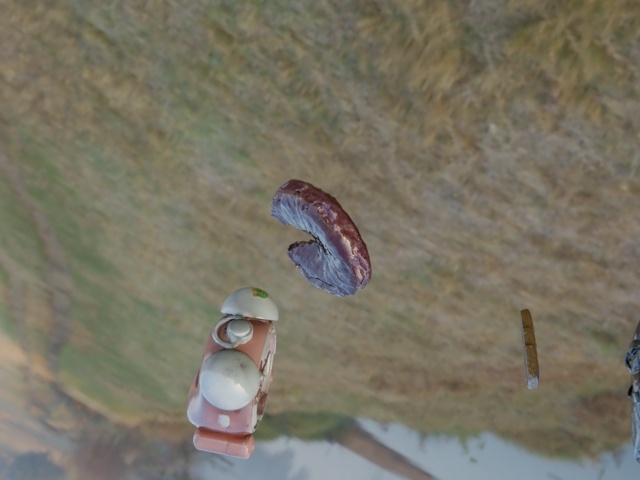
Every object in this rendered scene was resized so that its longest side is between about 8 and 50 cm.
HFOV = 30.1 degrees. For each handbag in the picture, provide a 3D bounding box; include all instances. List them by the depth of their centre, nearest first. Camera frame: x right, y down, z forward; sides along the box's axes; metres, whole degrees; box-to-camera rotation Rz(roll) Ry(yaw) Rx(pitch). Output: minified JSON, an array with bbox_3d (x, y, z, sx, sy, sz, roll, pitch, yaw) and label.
[{"bbox_3d":[0.598,0.265,2.163,0.088,0.254,0.211,0,151,13],"label":"handbag"}]

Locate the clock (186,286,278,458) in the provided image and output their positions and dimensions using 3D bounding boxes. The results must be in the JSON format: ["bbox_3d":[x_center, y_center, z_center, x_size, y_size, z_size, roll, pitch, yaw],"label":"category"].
[{"bbox_3d":[-0.104,0.150,1.390,0.092,0.166,0.162,13,135,3],"label":"clock"}]

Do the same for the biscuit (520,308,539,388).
[{"bbox_3d":[0.307,0.170,1.738,0.019,0.130,0.119,-5,115,8],"label":"biscuit"}]

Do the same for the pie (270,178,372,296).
[{"bbox_3d":[0.000,0.000,1.942,0.204,0.054,0.219,10,131,56],"label":"pie"}]
